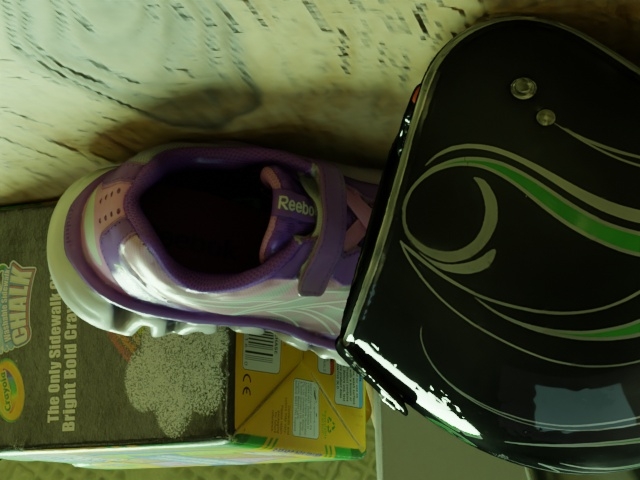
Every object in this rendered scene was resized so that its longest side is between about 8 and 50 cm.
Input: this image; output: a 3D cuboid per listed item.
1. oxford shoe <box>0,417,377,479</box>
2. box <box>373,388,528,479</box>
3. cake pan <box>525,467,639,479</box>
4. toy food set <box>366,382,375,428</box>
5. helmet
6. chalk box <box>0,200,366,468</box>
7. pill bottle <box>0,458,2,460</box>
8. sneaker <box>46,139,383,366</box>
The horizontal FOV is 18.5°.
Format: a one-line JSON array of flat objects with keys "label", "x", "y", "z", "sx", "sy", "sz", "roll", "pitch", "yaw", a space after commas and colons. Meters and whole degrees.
[{"label": "oxford shoe", "x": -0.040, "y": 0.161, "z": 1.408, "sx": 0.449, "sy": 0.169, "sz": 0.130, "roll": -20, "pitch": 156, "yaw": 20}, {"label": "box", "x": 0.185, "y": 0.061, "z": 1.003, "sx": 0.311, "sy": 0.121, "sz": 0.148, "roll": -1, "pitch": -169, "yaw": 5}, {"label": "cake pan", "x": 0.230, "y": 0.073, "z": 0.818, "sx": 0.293, "sy": 0.293, "sz": 0.054, "roll": 1, "pitch": 143, "yaw": -8}, {"label": "toy food set", "x": 0.097, "y": 0.047, "z": 1.204, "sx": 0.232, "sy": 0.105, "sz": 0.111, "roll": -18, "pitch": 154, "yaw": 3}, {"label": "helmet", "x": 0.100, "y": 0.002, "z": 0.717, "sx": 0.161, "sy": 0.169, "sz": 0.169, "roll": 17, "pitch": 169, "yaw": -1}, {"label": "chalk box", "x": -0.097, "y": 0.051, "z": 1.030, "sx": 0.213, "sy": 0.132, "sz": 0.132, "roll": -5, "pitch": 169, "yaw": 32}, {"label": "pill bottle", "x": -0.255, "y": 0.132, "z": 1.507, "sx": 0.122, "sy": 0.123, "sz": 0.219, "roll": -10, "pitch": 166, "yaw": 43}, {"label": "sneaker", "x": 0.000, "y": 0.000, "z": 0.878, "sx": 0.236, "sy": 0.095, "sz": 0.104, "roll": 3, "pitch": 162, "yaw": -13}]
